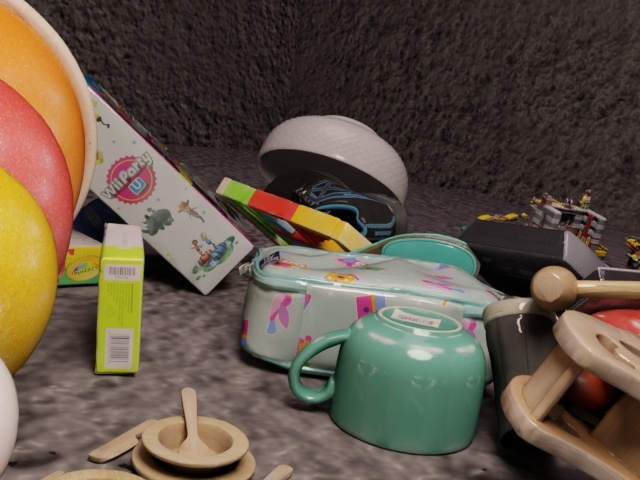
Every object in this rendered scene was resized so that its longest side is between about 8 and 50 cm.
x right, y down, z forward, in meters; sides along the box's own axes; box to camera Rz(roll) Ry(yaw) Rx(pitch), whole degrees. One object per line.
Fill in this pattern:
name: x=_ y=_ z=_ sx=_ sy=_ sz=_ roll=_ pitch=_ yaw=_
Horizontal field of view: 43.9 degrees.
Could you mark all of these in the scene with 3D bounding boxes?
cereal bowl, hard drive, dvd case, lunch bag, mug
cereal bowl: x=0.038 y=-0.174 z=1.753 sx=0.339 sy=0.141 sz=0.339 roll=17 pitch=-19 yaw=6
hard drive: x=0.301 y=0.050 z=1.049 sx=0.172 sy=0.054 sz=0.255 roll=10 pitch=-19 yaw=42
dvd case: x=0.393 y=0.094 z=0.980 sx=0.239 sy=0.029 sz=0.179 roll=6 pitch=-32 yaw=-17
lunch bag: x=0.046 y=0.072 z=0.874 sx=0.279 sy=0.108 sz=0.224 roll=8 pitch=10 yaw=-4
lunch bag: x=-0.288 y=-0.009 z=1.079 sx=0.067 sy=0.098 sz=0.065 roll=-32 pitch=10 yaw=1
mug: x=0.067 y=0.113 z=0.689 sx=0.158 sy=0.097 sz=0.129 roll=3 pitch=12 yaw=-34

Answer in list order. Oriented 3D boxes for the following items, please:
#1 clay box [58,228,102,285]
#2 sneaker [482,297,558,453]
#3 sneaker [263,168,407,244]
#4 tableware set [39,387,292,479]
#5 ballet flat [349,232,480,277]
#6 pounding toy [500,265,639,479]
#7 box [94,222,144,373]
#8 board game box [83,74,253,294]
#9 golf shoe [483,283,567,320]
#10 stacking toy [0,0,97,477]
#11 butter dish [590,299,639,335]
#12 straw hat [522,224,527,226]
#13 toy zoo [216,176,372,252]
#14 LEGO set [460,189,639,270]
clay box: x=-0.383 y=0.018 z=0.951 sx=0.222 sy=0.053 sz=0.127 roll=-2 pitch=15 yaw=-43
sneaker: x=0.201 y=0.146 z=0.735 sx=0.083 sy=0.118 sz=0.222 roll=-11 pitch=-29 yaw=28
sneaker: x=0.002 y=-0.068 z=1.576 sx=0.341 sy=0.125 sz=0.139 roll=14 pitch=16 yaw=36
tableware set: x=-0.107 y=0.148 z=0.510 sx=0.128 sy=0.039 sz=0.194 roll=13 pitch=11 yaw=20
ballet flat: x=0.077 y=0.039 z=1.023 sx=0.247 sy=0.083 sz=0.087 roll=-10 pitch=1 yaw=6
pounding toy: x=0.236 y=0.098 z=0.545 sx=0.269 sy=0.155 sz=0.154 roll=44 pitch=21 yaw=33
box: x=-0.196 y=0.050 z=0.779 sx=0.042 sy=0.109 sz=0.178 roll=3 pitch=11 yaw=-14
board game box: x=-0.238 y=-0.084 z=1.081 sx=0.303 sy=0.097 sz=0.224 roll=44 pitch=0 yaw=-16
golf shoe: x=0.239 y=0.099 z=0.936 sx=0.094 sy=0.077 sz=0.198 roll=-17 pitch=23 yaw=-5
stacking toy: x=-0.307 y=0.013 z=0.563 sx=0.350 sy=0.350 sz=0.480 roll=4 pitch=29 yaw=-28
butter dish: x=0.360 y=0.116 z=0.880 sx=0.160 sy=0.118 sz=0.160 roll=7 pitch=10 yaw=-16
straw hat: x=0.373 y=0.037 z=1.472 sx=0.144 sy=0.144 sz=0.061 roll=10 pitch=52 yaw=6
toy zoo: x=0.000 y=0.000 z=1.175 sx=0.293 sy=0.030 sz=0.192 roll=21 pitch=-14 yaw=38
LEGO set: x=0.410 y=-0.005 z=1.305 sx=0.331 sy=0.192 sz=0.255 roll=9 pitch=19 yaw=-13
